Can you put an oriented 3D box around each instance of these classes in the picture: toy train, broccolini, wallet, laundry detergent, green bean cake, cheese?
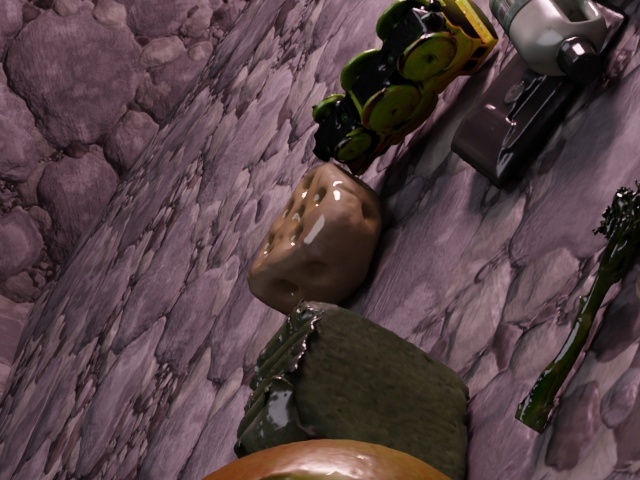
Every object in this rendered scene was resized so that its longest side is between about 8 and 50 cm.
[{"bbox_3d":[0.105,-0.208,2.098,0.296,0.161,0.100,-51,57,36],"label":"toy train"},{"bbox_3d":[0.239,0.051,1.417,0.254,0.058,0.071,-58,-27,-6],"label":"broccolini"},{"bbox_3d":[0.251,-0.182,1.805,0.245,0.052,0.168,-54,20,8],"label":"wallet"},{"bbox_3d":[0.261,-0.237,1.730,0.099,0.070,0.225,-24,32,3],"label":"laundry detergent"},{"bbox_3d":[0.031,0.181,1.496,0.125,0.223,0.227,-50,15,26],"label":"green bean cake"},{"bbox_3d":[0.000,0.000,2.088,0.235,0.117,0.218,-20,39,63],"label":"cheese"}]

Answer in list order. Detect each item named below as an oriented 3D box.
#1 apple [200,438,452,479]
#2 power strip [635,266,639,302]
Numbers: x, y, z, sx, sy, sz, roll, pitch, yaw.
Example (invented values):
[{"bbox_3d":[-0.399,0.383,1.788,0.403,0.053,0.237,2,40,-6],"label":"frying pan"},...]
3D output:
[{"bbox_3d":[0.007,0.309,1.154,0.339,0.340,0.339,-52,18,24],"label":"apple"},{"bbox_3d":[0.322,-0.006,1.249,0.213,0.065,0.198,-53,19,18],"label":"power strip"}]
